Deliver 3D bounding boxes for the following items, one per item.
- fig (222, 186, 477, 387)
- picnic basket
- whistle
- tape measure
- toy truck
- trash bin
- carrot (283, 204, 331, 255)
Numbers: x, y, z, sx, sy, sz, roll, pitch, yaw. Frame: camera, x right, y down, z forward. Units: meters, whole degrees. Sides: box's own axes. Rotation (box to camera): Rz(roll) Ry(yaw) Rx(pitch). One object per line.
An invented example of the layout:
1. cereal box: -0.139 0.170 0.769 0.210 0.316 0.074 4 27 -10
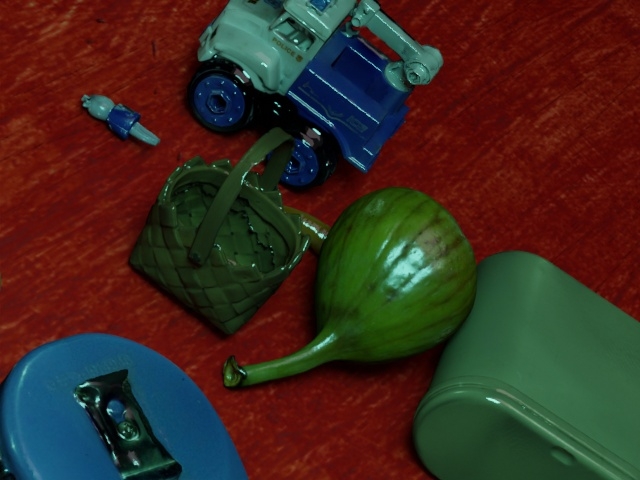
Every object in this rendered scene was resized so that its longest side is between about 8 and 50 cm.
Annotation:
1. fig: 0.034 0.065 1.776 0.151 0.151 0.259 43 53 5
2. picnic basket: -0.073 -0.022 1.738 0.138 0.178 0.128 35 34 5
3. whistle: -0.187 -0.114 1.863 0.083 0.029 0.033 33 23 4
4. tape measure: -0.119 0.168 1.598 0.351 0.098 0.215 -14 63 -47
5. toy truck: -0.007 -0.170 1.937 0.213 0.177 0.161 38 40 -2
6. trash bin: 0.215 0.150 1.855 0.243 0.121 0.247 33 36 -8
7. carrot: 0.000 0.000 1.894 0.142 0.035 0.035 34 39 0
